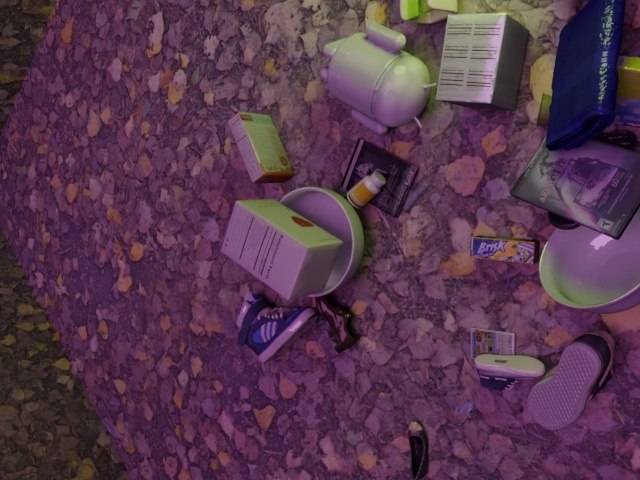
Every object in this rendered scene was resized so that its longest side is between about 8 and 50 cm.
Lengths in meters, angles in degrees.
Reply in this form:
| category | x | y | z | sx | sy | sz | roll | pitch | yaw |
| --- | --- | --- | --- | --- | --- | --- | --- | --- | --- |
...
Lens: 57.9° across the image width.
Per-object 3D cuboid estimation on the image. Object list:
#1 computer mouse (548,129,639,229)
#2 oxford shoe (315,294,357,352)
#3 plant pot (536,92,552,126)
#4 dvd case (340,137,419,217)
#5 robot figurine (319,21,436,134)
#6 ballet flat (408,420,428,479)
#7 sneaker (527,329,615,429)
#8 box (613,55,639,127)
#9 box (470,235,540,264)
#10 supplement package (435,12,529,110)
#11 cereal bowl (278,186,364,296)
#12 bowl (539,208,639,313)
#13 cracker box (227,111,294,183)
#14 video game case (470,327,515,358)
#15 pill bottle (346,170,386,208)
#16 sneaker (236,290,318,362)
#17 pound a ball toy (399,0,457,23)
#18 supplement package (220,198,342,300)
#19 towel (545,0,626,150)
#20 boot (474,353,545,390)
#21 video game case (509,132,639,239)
| category | x | y | z | sx | sy | sz | roll | pitch | yaw |
| --- | --- | --- | --- | --- | --- | --- | --- | --- | --- |
| computer mouse | 0.647 | -0.138 | 1.356 | 0.184 | 0.060 | 0.262 | 5 | 73 | 38 |
| oxford shoe | 0.053 | 0.235 | 1.851 | 0.096 | 0.083 | 0.227 | -29 | 78 | 16 |
| plant pot | 0.575 | -0.314 | 1.409 | 0.079 | 0.083 | 0.083 | 12 | 102 | 23 |
| dvd case | 0.174 | -0.189 | 1.742 | 0.221 | 0.018 | 0.165 | 32 | 114 | 28 |
| robot figurine | 0.160 | -0.444 | 1.611 | 0.353 | 0.199 | 0.300 | 35 | 142 | 28 |
| ballet flat | 0.290 | 0.628 | 1.730 | 0.057 | 0.049 | 0.173 | -6 | 92 | 35 |
| sneaker | 0.626 | 0.346 | 1.424 | 0.126 | 0.127 | 0.321 | 45 | 143 | 30 |
| box | 0.703 | -0.322 | 1.275 | 0.109 | 0.178 | 0.042 | 19 | 69 | 33 |
| box | 0.482 | 0.023 | 1.521 | 0.168 | 0.054 | 0.059 | 6 | 99 | 35 |
| supplement package | 0.403 | -0.438 | 1.439 | 0.149 | 0.194 | 0.203 | 14 | 103 | 33 |
| cereal bowl | 0.000 | 0.000 | 1.813 | 0.338 | 0.141 | 0.339 | 4 | 97 | 35 |
| bowl | 0.661 | 0.054 | 1.311 | 0.298 | 0.134 | 0.298 | -40 | 28 | 26 |
| cracker box | -0.195 | -0.304 | 1.910 | 0.067 | 0.155 | 0.232 | -29 | 78 | 35 |
| video game case | 0.471 | 0.289 | 1.586 | 0.122 | 0.011 | 0.087 | 3 | 97 | 35 |
| pill bottle | 0.138 | -0.153 | 1.721 | 0.116 | 0.065 | 0.065 | -41 | 72 | 34 |
| sneaker | -0.173 | 0.251 | 1.970 | 0.236 | 0.130 | 0.323 | 54 | 127 | 14 |
| pound a ball toy | 0.275 | -0.753 | 1.558 | 0.208 | 0.135 | 0.320 | 6 | 100 | 61 |
| supplement package | -0.116 | 0.018 | 1.703 | 0.292 | 0.177 | 0.175 | 32 | 113 | 29 |
| towel | 0.590 | -0.367 | 1.272 | 0.076 | 0.227 | 0.309 | 11 | 80 | -5 |
| boot | 0.505 | 0.355 | 1.532 | 0.189 | 0.069 | 0.086 | 0 | 116 | 45 |
| video game case | 0.604 | -0.140 | 1.333 | 0.274 | 0.026 | 0.196 | 33 | 91 | 41 |
